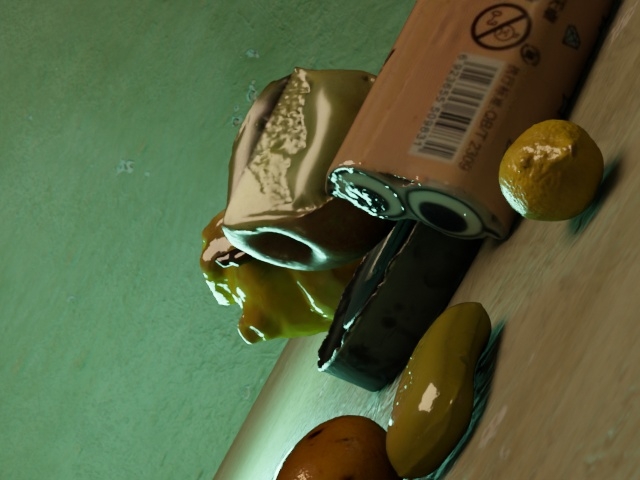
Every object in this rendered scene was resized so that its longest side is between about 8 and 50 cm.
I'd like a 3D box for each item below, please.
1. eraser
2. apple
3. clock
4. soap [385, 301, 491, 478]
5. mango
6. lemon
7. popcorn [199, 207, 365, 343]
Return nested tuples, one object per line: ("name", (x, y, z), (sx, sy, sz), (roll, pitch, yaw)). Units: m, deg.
("eraser", (0.134, -0.148, 1.090), (0.290, 0.171, 0.087), (-63, -28, -22))
("apple", (0.005, -0.065, 1.216), (0.207, 0.174, 0.188), (-4, 69, 55))
("clock", (0.100, 0.001, 1.271), (0.325, 0.067, 0.325), (-61, 2, 4))
("soap", (0.079, 0.098, 0.848), (0.089, 0.045, 0.140), (-64, 0, 35))
("mango", (0.012, 0.179, 0.875), (0.178, 0.090, 0.115), (-44, -23, -69))
("lemon", (0.148, -0.044, 0.803), (0.065, 0.065, 0.092), (-62, -2, -20))
("popcorn", (0.000, 0.000, 1.631), (0.316, 0.281, 0.297), (-35, 43, 0))
